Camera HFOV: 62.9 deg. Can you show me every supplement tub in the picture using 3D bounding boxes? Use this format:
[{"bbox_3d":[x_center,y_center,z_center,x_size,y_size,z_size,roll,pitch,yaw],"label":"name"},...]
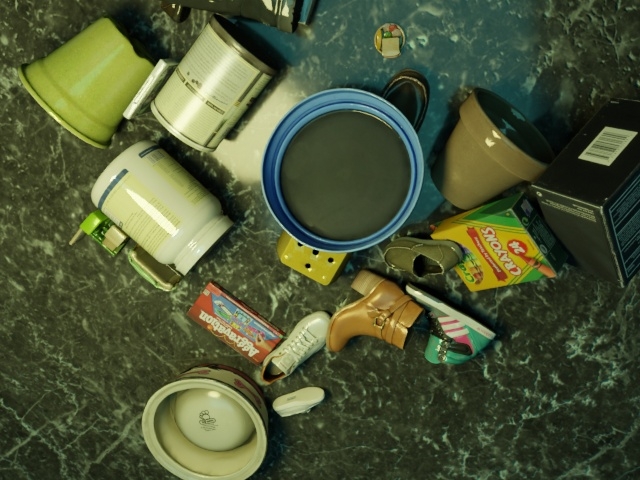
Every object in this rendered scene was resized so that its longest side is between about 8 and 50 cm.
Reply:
[{"bbox_3d":[-0.421,-0.085,1.424,0.325,0.235,0.235,43,109,-6],"label":"supplement tub"}]

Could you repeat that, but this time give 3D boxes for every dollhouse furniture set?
[{"bbox_3d":[-0.542,0.052,1.510,0.301,0.197,0.151,43,107,-7],"label":"dollhouse furniture set"}]

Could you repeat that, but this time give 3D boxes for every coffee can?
[{"bbox_3d":[-0.267,-0.391,1.321,0.201,0.201,0.275,41,109,-7],"label":"coffee can"}]

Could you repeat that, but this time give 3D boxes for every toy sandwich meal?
[{"bbox_3d":[0.174,-0.502,1.315,0.085,0.029,0.086,2,109,7],"label":"toy sandwich meal"}]

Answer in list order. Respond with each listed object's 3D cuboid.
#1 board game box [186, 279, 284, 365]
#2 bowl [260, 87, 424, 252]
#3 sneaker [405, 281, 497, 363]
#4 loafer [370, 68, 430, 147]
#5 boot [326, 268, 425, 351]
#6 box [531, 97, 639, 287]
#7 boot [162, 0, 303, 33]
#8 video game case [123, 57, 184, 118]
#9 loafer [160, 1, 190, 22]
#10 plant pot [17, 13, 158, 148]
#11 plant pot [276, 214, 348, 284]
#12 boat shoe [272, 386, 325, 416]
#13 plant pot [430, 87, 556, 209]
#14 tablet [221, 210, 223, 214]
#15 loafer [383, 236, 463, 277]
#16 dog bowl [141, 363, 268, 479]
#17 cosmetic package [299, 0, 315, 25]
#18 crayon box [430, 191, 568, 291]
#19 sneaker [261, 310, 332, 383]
[{"bbox_3d":[-0.266,0.260,1.634,0.281,0.027,0.145,37,111,-5],"label":"board game box"},{"bbox_3d":[0.052,-0.163,1.262,0.391,0.077,0.391,-1,87,12],"label":"bowl"},{"bbox_3d":[0.336,0.256,1.507,0.295,0.124,0.178,32,100,-5],"label":"sneaker"},{"bbox_3d":[0.174,-0.256,1.345,0.133,0.130,0.366,23,110,0],"label":"loafer"},{"bbox_3d":[0.154,0.247,1.493,0.220,0.109,0.283,34,99,27],"label":"boot"},{"bbox_3d":[0.676,-0.108,1.196,0.296,0.182,0.294,-46,127,-8],"label":"box"},{"bbox_3d":[-0.237,-0.704,1.173,0.445,0.146,0.367,16,109,2],"label":"boot"},{"bbox_3d":[-0.416,-0.394,1.346,0.022,0.190,0.173,40,109,-10],"label":"video game case"},{"bbox_3d":[-0.349,-0.663,1.304,0.078,0.080,0.220,25,110,-2],"label":"loafer"},{"bbox_3d":[-0.562,-0.423,1.338,0.254,0.276,0.276,-41,99,7],"label":"plant pot"},{"bbox_3d":[0.000,0.000,1.425,0.212,0.187,0.212,28,109,-3],"label":"plant pot"},{"bbox_3d":[-0.063,0.525,1.679,0.184,0.066,0.063,-22,115,13],"label":"boat shoe"},{"bbox_3d":[0.397,-0.203,1.291,0.263,0.263,0.229,39,127,-6],"label":"plant pot"},{"bbox_3d":[-0.325,-0.063,1.544,0.054,0.006,0.083,26,111,-2],"label":"tablet"},{"bbox_3d":[0.256,0.047,1.403,0.251,0.087,0.094,-6,120,51],"label":"loafer"},{"bbox_3d":[-0.352,0.581,1.690,0.407,0.150,0.408,3,109,8],"label":"dog bowl"},{"bbox_3d":[-0.041,-0.662,1.274,0.098,0.060,0.239,20,110,1],"label":"cosmetic package"},{"bbox_3d":[0.427,0.019,1.337,0.202,0.081,0.318,52,148,-9],"label":"crayon box"},{"bbox_3d":[-0.070,0.337,1.584,0.106,0.123,0.290,42,108,-5],"label":"sneaker"}]
